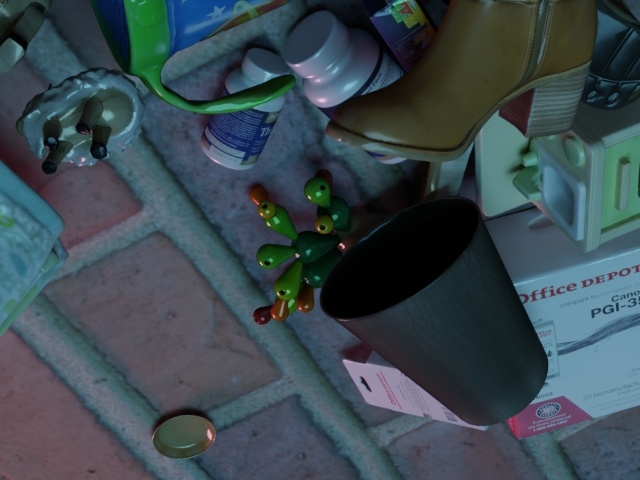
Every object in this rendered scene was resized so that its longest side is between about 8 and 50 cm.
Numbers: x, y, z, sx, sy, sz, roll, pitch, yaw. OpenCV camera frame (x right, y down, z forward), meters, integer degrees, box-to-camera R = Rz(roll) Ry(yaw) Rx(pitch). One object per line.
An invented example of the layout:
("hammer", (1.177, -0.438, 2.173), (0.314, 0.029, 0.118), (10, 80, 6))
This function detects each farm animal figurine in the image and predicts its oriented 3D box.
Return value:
("farm animal figurine", (-0.361, -0.161, 1.137), (0.327, 0.172, 0.330), (-27, 117, 16))

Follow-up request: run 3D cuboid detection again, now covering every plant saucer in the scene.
("plant saucer", (-0.179, 0.253, 1.710), (0.083, 0.015, 0.083), (-8, 131, -9))

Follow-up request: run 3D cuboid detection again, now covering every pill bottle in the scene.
("pill bottle", (0.040, -0.162, 1.370), (0.094, 0.094, 0.169), (-38, 127, 17))
("pill bottle", (-0.077, -0.139, 1.377), (0.067, 0.067, 0.120), (12, 125, -23))

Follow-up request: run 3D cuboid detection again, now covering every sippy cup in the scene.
("sippy cup", (-0.098, -0.287, 1.161), (0.224, 0.240, 0.305), (-19, 141, -14))

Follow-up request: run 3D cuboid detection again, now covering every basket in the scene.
("basket", (0.145, 0.092, 1.461), (0.204, 0.154, 0.227), (-30, 122, 16))

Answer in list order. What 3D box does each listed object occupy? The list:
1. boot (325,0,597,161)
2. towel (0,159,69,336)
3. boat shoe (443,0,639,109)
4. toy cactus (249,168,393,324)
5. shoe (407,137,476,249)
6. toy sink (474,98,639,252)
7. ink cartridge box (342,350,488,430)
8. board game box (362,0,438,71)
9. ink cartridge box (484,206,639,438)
("boot", (0.137, -0.193, 1.186), (0.283, 0.109, 0.220), (-9, 119, -21))
("towel", (-0.457, 0.001, 1.250), (0.374, 0.090, 0.320), (47, 67, -29))
("boat shoe", (0.211, -0.259, 1.321), (0.324, 0.120, 0.122), (38, 119, -26))
("toy cactus", (0.000, 0.000, 1.509), (0.180, 0.112, 0.219), (-14, 131, -28))
("shoe", (0.140, -0.066, 1.488), (0.058, 0.076, 0.219), (1, 127, -9))
("toy sink", (0.304, -0.091, 1.440), (0.234, 0.131, 0.152), (-20, 132, -16))
("ink cartridge box", (0.129, 0.173, 1.659), (0.180, 0.060, 0.104), (8, 143, 35))
("board game box", (0.091, -0.210, 1.313), (0.048, 0.141, 0.170), (-31, 129, 11))
("ink cartridge box", (0.310, 0.095, 1.637), (0.207, 0.117, 0.283), (-16, 131, 0))
